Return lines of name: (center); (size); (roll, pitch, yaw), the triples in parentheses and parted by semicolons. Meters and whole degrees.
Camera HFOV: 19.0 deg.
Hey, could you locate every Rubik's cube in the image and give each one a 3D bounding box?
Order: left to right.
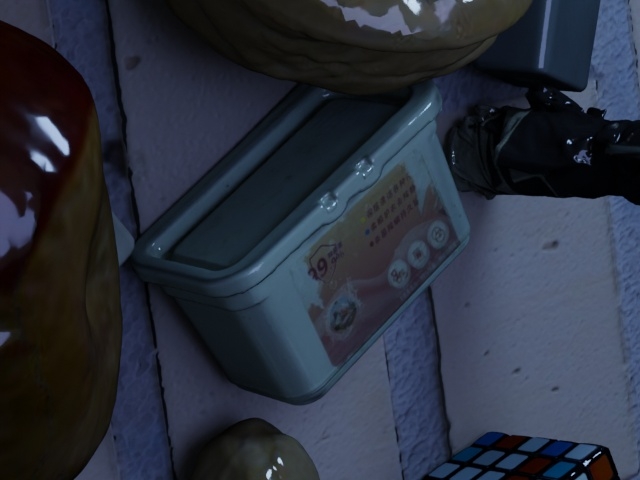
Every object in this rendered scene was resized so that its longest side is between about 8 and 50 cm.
Rubik's cube: (0.196, 0.317, 1.920); (0.184, 0.187, 0.182); (-33, 110, -34)

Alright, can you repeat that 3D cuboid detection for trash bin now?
trash bin: (0.229, -0.278, 1.951); (0.177, 0.101, 0.236); (7, 90, -67)

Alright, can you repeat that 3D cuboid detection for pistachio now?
pistachio: (-0.058, 0.277, 1.766); (0.136, 0.136, 0.226); (-1, 86, -37)

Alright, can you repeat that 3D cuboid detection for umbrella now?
umbrella: (0.278, -0.090, 1.868); (0.106, 0.358, 0.113); (46, 61, -39)

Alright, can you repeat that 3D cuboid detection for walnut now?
walnut: (0.029, -0.297, 1.676); (0.381, 0.381, 0.381); (-1, 92, -37)

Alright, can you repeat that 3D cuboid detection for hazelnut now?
hazelnut: (-0.312, 0.029, 1.426); (0.359, 0.359, 0.409); (-28, 123, -33)

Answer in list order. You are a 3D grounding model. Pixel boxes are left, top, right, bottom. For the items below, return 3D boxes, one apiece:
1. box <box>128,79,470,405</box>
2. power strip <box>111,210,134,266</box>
box: (0.000, 0.000, 1.786); (0.312, 0.175, 0.182); (-45, 125, -27)
power strip: (-0.283, -0.073, 1.629); (0.098, 0.058, 0.338); (-49, 117, -25)
